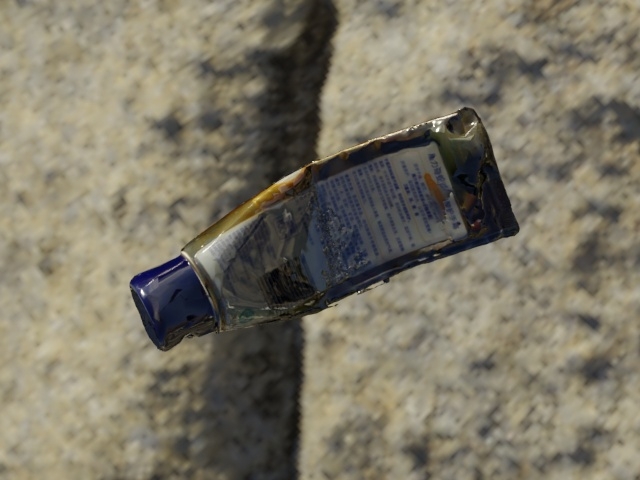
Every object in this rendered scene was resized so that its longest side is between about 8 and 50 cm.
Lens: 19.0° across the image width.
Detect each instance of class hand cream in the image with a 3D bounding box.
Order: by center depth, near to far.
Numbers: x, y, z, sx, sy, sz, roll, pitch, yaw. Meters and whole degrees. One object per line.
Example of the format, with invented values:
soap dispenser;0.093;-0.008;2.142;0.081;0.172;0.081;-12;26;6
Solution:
hand cream;0.000;0.000;0.804;0.039;0.163;0.062;-144;32;-76
